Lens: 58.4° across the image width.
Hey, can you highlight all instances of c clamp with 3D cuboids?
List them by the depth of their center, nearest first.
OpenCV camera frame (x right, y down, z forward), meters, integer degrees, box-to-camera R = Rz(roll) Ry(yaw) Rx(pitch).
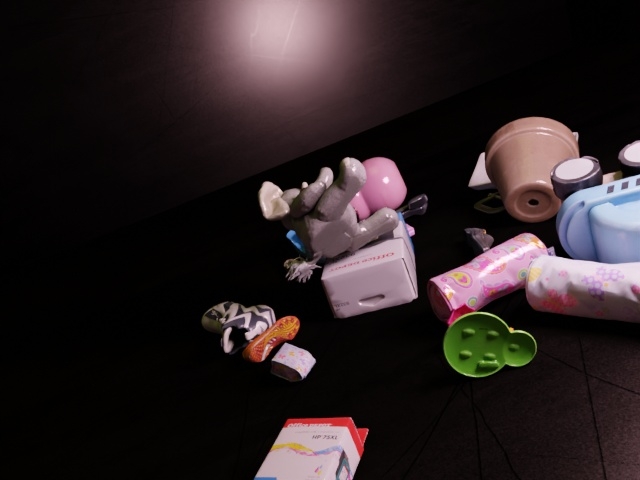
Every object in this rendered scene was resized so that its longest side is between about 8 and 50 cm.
[{"bbox_3d":[0.555,-0.124,1.794,0.137,0.022,0.160,-22,20,-3],"label":"c clamp"}]

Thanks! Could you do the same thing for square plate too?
[{"bbox_3d":[0.707,-0.266,1.974,0.344,0.049,0.347,-10,22,28],"label":"square plate"}]

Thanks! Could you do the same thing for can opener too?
[{"bbox_3d":[0.280,-0.095,1.940,0.186,0.073,0.059,-29,28,4],"label":"can opener"}]

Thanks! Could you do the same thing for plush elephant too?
[{"bbox_3d":[-0.006,-0.077,1.487,0.330,0.272,0.255,-45,45,9],"label":"plush elephant"}]

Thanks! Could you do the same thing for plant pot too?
[{"bbox_3d":[0.596,-0.180,1.617,0.263,0.263,0.229,-10,39,27],"label":"plant pot"}]

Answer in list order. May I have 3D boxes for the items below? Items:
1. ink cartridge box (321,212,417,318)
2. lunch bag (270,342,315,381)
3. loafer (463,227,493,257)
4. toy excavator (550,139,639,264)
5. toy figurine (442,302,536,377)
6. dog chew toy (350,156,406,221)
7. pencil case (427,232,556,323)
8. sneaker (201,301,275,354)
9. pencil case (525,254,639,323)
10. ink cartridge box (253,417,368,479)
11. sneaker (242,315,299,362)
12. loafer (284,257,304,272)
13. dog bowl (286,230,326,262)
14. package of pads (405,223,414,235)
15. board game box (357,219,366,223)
[{"bbox_3d":[0.137,0.061,1.566,0.223,0.129,0.307,-16,21,13],"label":"ink cartridge box"},{"bbox_3d":[-0.062,0.282,1.302,0.083,0.053,0.071,15,32,17],"label":"lunch bag"},{"bbox_3d":[0.434,0.001,1.537,0.061,0.062,0.170,-14,22,4],"label":"loafer"},{"bbox_3d":[0.715,-0.009,1.134,0.433,0.222,0.445,-15,34,20],"label":"toy excavator"},{"bbox_3d":[0.320,0.180,1.141,0.173,0.130,0.159,4,13,3],"label":"toy figurine"},{"bbox_3d":[0.137,-0.160,2.060,0.332,0.206,0.206,-26,19,11],"label":"dog chew toy"},{"bbox_3d":[0.382,0.086,1.290,0.284,0.124,0.124,-24,20,-12],"label":"pencil case"},{"bbox_3d":[-0.252,0.239,1.536,0.235,0.094,0.153,2,19,26],"label":"sneaker"},{"bbox_3d":[0.541,0.091,1.107,0.273,0.124,0.113,0,29,46],"label":"pencil case"},{"bbox_3d":[-0.015,0.378,0.974,0.134,0.078,0.231,-10,22,26],"label":"ink cartridge box"},{"bbox_3d":[-0.127,0.244,1.454,0.175,0.064,0.067,-31,12,-33],"label":"sneaker"},{"bbox_3d":[-0.075,0.079,1.841,0.056,0.050,0.148,-30,22,-25],"label":"loafer"},{"bbox_3d":[0.000,0.000,1.940,0.166,0.074,0.297,-27,20,-18],"label":"dog bowl"},{"bbox_3d":[0.251,-0.021,1.811,0.083,0.032,0.050,-23,17,-8],"label":"package of pads"},{"bbox_3d":[0.148,-0.027,1.931,0.103,0.026,0.154,-27,21,-19],"label":"board game box"}]
